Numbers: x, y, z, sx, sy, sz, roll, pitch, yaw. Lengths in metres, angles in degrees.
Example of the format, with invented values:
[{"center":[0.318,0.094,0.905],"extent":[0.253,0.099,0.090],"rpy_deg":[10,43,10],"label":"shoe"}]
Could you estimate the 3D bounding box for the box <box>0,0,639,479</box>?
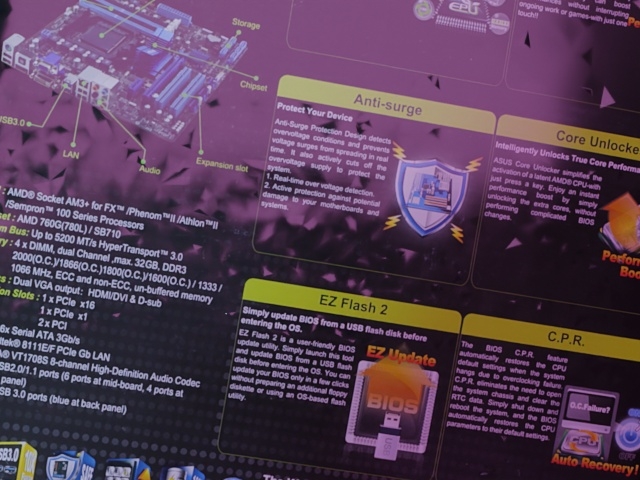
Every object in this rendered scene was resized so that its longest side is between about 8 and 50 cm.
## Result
[{"center":[0.000,0.000,0.437],"extent":[0.190,0.045,0.184],"rpy_deg":[9,90,-10],"label":"box"}]
